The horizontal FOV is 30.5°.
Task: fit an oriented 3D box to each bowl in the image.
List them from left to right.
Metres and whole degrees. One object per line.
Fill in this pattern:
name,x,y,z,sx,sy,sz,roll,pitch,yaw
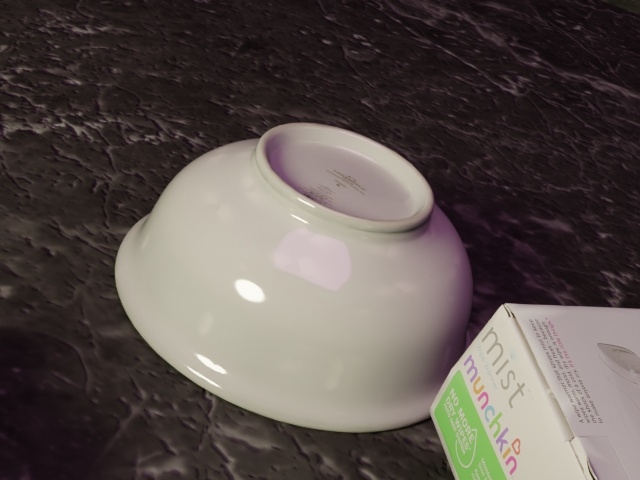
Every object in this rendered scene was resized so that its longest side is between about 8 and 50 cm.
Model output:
bowl,0.000,0.000,0.914,0.298,0.134,0.298,15,30,-9

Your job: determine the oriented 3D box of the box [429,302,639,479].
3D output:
box,0.227,0.175,0.730,0.231,0.127,0.262,3,46,-26
